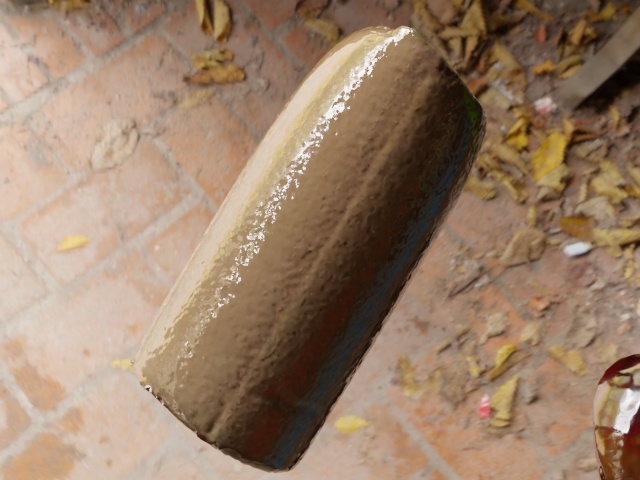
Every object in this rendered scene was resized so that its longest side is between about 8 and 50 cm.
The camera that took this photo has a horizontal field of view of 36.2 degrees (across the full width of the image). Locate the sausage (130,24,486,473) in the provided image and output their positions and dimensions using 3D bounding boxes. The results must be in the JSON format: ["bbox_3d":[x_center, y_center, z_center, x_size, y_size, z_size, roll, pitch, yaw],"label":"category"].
[{"bbox_3d":[0.000,0.000,0.583,0.123,0.123,0.253,32,95,0],"label":"sausage"}]

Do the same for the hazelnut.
[{"bbox_3d":[0.320,0.192,0.907,0.202,0.160,0.170,28,30,-27],"label":"hazelnut"}]
